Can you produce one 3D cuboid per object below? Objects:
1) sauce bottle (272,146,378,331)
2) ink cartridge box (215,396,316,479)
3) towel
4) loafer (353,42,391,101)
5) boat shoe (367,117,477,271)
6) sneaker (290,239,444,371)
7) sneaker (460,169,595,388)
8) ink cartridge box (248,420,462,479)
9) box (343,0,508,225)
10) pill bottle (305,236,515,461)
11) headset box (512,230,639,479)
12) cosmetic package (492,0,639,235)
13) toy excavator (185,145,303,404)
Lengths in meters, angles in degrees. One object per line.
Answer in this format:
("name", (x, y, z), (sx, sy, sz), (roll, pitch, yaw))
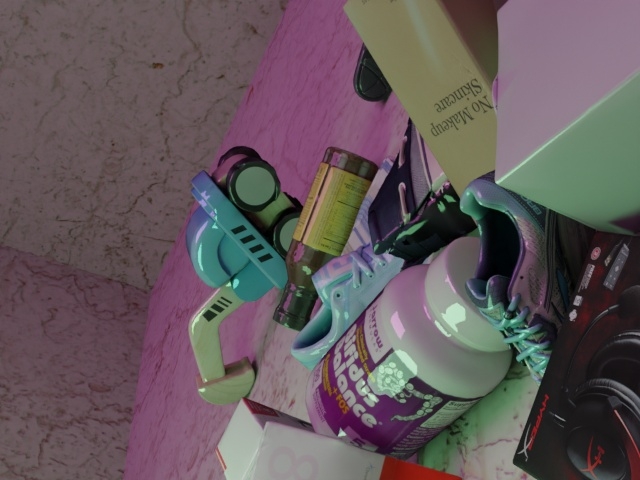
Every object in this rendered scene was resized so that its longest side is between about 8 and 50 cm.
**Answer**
("sauce bottle", (0.000, 0.000, 1.502), (0.344, 0.111, 0.111), (-68, 18, 4))
("ink cartridge box", (-0.012, 0.302, 1.053), (0.092, 0.218, 0.158), (-63, 18, -1))
("towel", (0.094, 0.012, 1.350), (0.285, 0.034, 0.209), (-66, 21, 18))
("loafer", (0.135, -0.425, 1.577), (0.095, 0.109, 0.302), (-109, 39, -68))
("boat shoe", (0.132, -0.103, 1.077), (0.158, 0.127, 0.340), (-42, 22, 30))
("sneaker", (0.073, 0.058, 1.169), (0.366, 0.150, 0.135), (-63, 21, 17))
("sneaker", (0.193, 0.065, 0.744), (0.110, 0.122, 0.283), (-21, 81, 61))
("ink cartridge box", (0.026, 0.323, 0.897), (0.066, 0.232, 0.189), (60, -136, -74))
("box", (0.176, -0.171, 0.862), (0.121, 0.311, 0.148), (-34, 2, -27))
("pill bottle", (0.116, 0.134, 0.940), (0.301, 0.169, 0.169), (-54, 24, 41))
("headset box", (0.287, 0.120, 0.559), (0.218, 0.110, 0.293), (-70, 18, 0))
("cosmetic package", (0.300, -0.186, 0.590), (0.385, 0.156, 0.217), (-44, 31, 55))
("toy excavator", (-0.194, 0.079, 1.742), (0.445, 0.433, 0.222), (-40, 21, 0))
